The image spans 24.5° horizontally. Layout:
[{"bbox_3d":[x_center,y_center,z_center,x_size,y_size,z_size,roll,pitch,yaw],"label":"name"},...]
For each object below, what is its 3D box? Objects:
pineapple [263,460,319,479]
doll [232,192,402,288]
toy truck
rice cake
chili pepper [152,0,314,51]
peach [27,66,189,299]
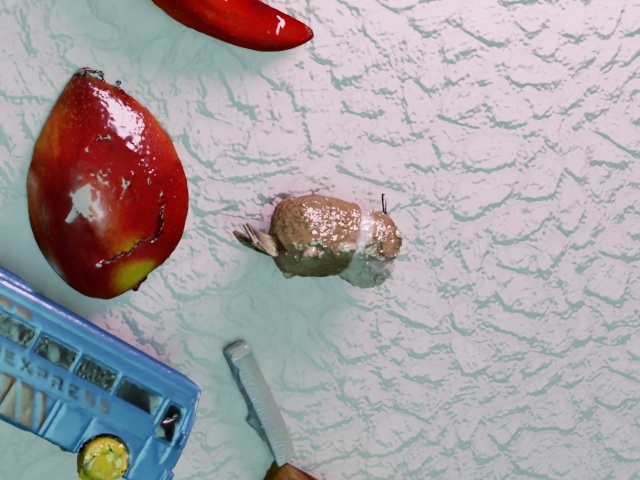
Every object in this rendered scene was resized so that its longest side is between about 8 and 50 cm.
[{"bbox_3d":[-0.030,0.381,1.914,0.236,0.114,0.186,-25,115,-23],"label":"pineapple"},{"bbox_3d":[-0.005,0.001,1.784,0.221,0.105,0.115,0,70,-22],"label":"doll"},{"bbox_3d":[-0.318,0.150,1.685,0.385,0.161,0.162,33,84,-26],"label":"toy truck"},{"bbox_3d":[-0.079,0.208,1.866,0.042,0.030,0.180,-30,116,-16],"label":"rice cake"},{"bbox_3d":[-0.153,-0.323,1.641,0.137,0.092,0.368,-52,126,-20],"label":"chili pepper"},{"bbox_3d":[-0.241,-0.059,1.695,0.189,0.068,0.279,-17,113,-18],"label":"peach"}]
